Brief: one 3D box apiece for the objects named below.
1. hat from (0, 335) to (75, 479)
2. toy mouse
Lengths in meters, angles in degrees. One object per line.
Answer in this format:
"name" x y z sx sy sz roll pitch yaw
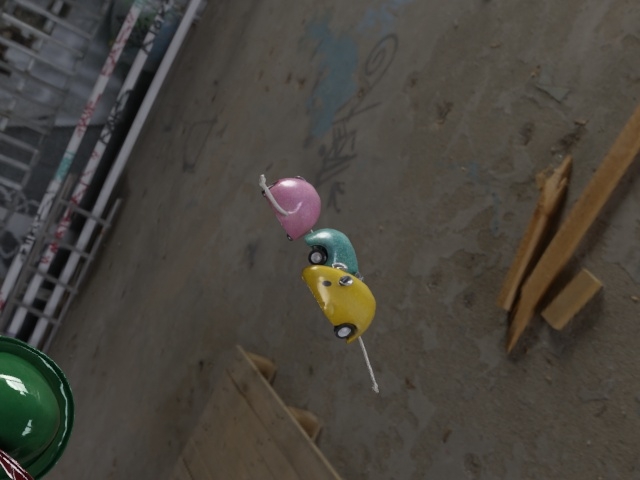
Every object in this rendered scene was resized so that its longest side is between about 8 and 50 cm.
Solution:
"hat" -0.312 0.181 0.678 0.183 0.208 0.173 -27 21 50
"toy mouse" 0.000 0.000 0.442 0.031 0.161 0.143 -29 33 5
